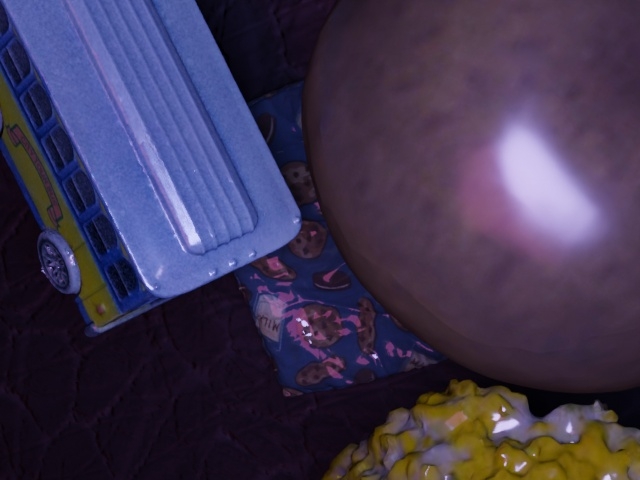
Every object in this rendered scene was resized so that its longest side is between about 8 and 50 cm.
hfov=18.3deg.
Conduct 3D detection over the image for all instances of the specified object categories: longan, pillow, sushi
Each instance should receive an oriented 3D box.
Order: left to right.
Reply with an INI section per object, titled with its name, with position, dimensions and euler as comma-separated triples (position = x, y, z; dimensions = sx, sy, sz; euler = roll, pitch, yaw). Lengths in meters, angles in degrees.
[pillow]
position = 0.001, -0.002, 1.634
dimensions = 0.189, 0.034, 0.255
euler = -18, 96, 32
[sushi]
position = 0.155, 0.291, 1.471
dimensions = 0.351, 0.240, 0.396
euler = 20, 139, -21
[longan]
position = 0.164, -0.072, 1.377
dimensions = 0.361, 0.361, 0.361
euler = 8, 109, 24

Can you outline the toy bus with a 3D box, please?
[toy bus]
position = -0.167, -0.099, 1.572
dimensions = 0.312, 0.152, 0.190
euler = 63, 151, 2
